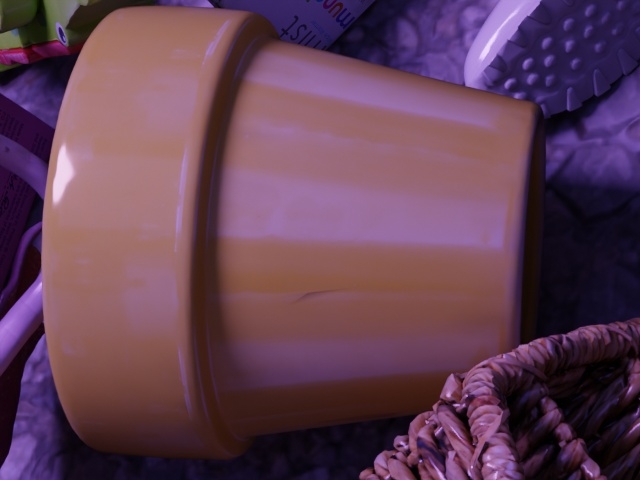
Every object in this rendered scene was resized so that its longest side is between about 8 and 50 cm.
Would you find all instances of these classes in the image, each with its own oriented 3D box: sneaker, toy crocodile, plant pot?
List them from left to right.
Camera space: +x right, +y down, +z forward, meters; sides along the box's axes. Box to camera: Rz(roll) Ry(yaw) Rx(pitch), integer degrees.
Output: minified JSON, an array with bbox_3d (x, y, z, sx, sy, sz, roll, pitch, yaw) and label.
[{"bbox_3d":[-0.180,-0.156,1.068,0.115,0.105,0.340,-25,16,-28],"label":"toy crocodile"},{"bbox_3d":[0.000,0.000,0.940,0.239,0.254,0.254,3,72,10],"label":"plant pot"},{"bbox_3d":[0.165,-0.172,1.010,0.235,0.090,0.095,-46,46,0],"label":"sneaker"}]

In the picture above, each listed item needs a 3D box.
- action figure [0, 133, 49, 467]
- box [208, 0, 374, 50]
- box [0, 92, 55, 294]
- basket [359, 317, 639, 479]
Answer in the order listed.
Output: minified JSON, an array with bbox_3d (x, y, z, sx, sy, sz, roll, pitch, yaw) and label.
[{"bbox_3d":[-0.229,0.153,0.938,0.276,0.248,0.370,-17,59,46],"label":"action figure"},{"bbox_3d":[-0.036,-0.282,1.114,0.231,0.127,0.262,-46,59,5],"label":"box"},{"bbox_3d":[-0.338,-0.015,1.171,0.243,0.117,0.213,11,77,28],"label":"box"},{"bbox_3d":[0.169,0.178,0.791,0.223,0.213,0.299,-40,59,9],"label":"basket"}]
